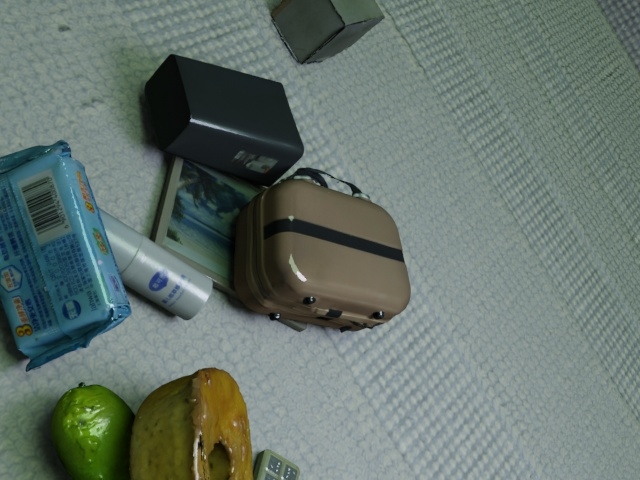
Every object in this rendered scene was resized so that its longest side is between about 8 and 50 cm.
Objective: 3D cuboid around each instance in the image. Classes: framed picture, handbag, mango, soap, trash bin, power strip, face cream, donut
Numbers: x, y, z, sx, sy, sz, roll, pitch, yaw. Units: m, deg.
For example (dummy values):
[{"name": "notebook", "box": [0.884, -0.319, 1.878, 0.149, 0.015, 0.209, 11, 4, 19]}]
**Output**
[{"name": "framed picture", "box": [-0.132, -0.009, 1.609, 0.315, 0.024, 0.232, 30, 50, -30]}, {"name": "handbag", "box": [0.000, 0.000, 1.614, 0.302, 0.149, 0.283, 15, 57, -38]}, {"name": "mango", "box": [-0.285, 0.271, 1.249, 0.119, 0.100, 0.178, -32, 98, -58]}, {"name": "soap", "box": [-0.361, 0.013, 1.281, 0.077, 0.156, 0.293, 40, 29, -80]}, {"name": "trash bin", "box": [-0.160, -0.202, 1.595, 0.225, 0.115, 0.165, 13, 49, -43]}, {"name": "power strip", "box": [-0.077, 0.398, 1.434, 0.076, 0.028, 0.169, 37, 47, -25]}, {"name": "face cream", "box": [-0.278, 0.025, 1.409, 0.250, 0.077, 0.077, 34, 48, -24]}, {"name": "donut", "box": [-0.168, 0.298, 1.262, 0.277, 0.109, 0.277, -5, 90, -82]}]

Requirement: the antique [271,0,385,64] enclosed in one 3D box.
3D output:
[{"name": "antique", "box": [0.009, -0.448, 1.899, 0.152, 0.147, 0.148, -27, 87, -49]}]
